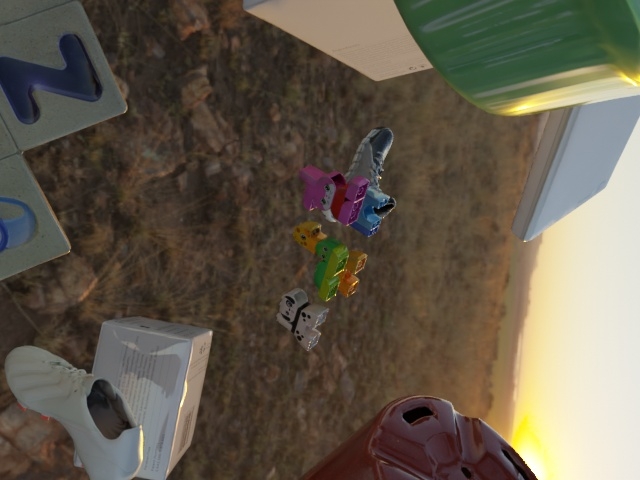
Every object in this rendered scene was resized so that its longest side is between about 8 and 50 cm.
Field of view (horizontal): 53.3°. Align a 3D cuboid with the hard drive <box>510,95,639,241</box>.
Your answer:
[{"bbox_3d":[0.382,-0.149,0.906,0.203,0.040,0.307,-31,147,-21],"label":"hard drive"}]

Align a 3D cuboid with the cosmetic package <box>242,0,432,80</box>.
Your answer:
[{"bbox_3d":[0.049,-0.310,0.636,0.224,0.138,0.224,8,81,-50],"label":"cosmetic package"}]

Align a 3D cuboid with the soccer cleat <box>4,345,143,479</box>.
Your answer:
[{"bbox_3d":[-0.230,0.147,0.603,0.068,0.196,0.076,-7,124,-54],"label":"soccer cleat"}]

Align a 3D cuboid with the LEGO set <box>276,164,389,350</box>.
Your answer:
[{"bbox_3d":[0.000,0.000,0.708,0.087,0.093,0.227,-30,146,-46],"label":"LEGO set"}]

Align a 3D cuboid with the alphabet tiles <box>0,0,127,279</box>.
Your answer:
[{"bbox_3d":[-0.278,-0.074,0.268,0.011,0.342,0.285,-132,-159,-66],"label":"alphabet tiles"}]

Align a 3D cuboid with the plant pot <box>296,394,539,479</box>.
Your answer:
[{"bbox_3d":[0.059,0.298,0.571,0.265,0.272,0.272,-53,176,27],"label":"plant pot"}]

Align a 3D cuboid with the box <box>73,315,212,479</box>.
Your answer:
[{"bbox_3d":[-0.231,0.203,0.863,0.181,0.119,0.182,115,-14,-85],"label":"box"}]

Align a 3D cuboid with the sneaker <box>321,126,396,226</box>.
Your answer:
[{"bbox_3d":[0.113,-0.116,1.277,0.229,0.132,0.086,-57,143,-7],"label":"sneaker"}]

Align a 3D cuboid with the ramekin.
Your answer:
[{"bbox_3d":[0.167,-0.236,0.450,0.303,0.148,0.303,8,78,-44],"label":"ramekin"}]
